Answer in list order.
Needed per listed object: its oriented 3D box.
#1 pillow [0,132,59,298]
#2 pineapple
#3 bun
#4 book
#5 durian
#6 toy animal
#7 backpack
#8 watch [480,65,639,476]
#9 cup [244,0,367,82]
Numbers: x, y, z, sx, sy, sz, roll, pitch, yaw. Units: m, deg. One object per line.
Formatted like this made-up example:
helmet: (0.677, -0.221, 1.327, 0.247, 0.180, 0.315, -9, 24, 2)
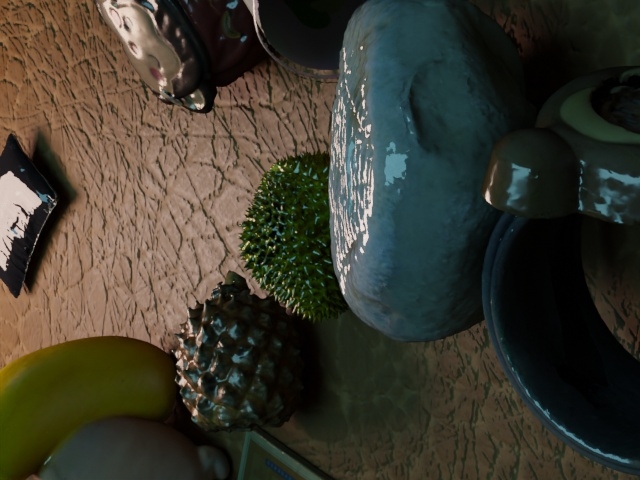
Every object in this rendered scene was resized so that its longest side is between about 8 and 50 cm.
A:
pillow: (-0.444, -0.034, 2.375, 0.141, 0.055, 0.208, 49, 129, 24)
pineapple: (-0.098, 0.130, 1.941, 0.166, 0.166, 0.193, -15, 75, 48)
bun: (0.112, -0.071, 1.583, 0.354, 0.194, 0.354, 179, 90, -84)
book: (-0.056, 0.369, 2.021, 0.170, 0.018, 0.242, 29, 116, 43)
durian: (-0.007, 0.001, 1.808, 0.146, 0.159, 0.198, 26, 116, 43)
toy animal: (-0.286, 0.282, 2.143, 0.345, 0.277, 0.247, 33, 144, 5)
backpack: (-0.147, -0.271, 1.930, 0.229, 0.139, 0.229, 18, 133, 21)
watch: (0.313, 0.039, 1.400, 0.335, 0.314, 0.327, 19, 122, 34)
cup: (-0.014, -0.341, 1.719, 0.274, 0.253, 0.253, 51, 130, 39)
